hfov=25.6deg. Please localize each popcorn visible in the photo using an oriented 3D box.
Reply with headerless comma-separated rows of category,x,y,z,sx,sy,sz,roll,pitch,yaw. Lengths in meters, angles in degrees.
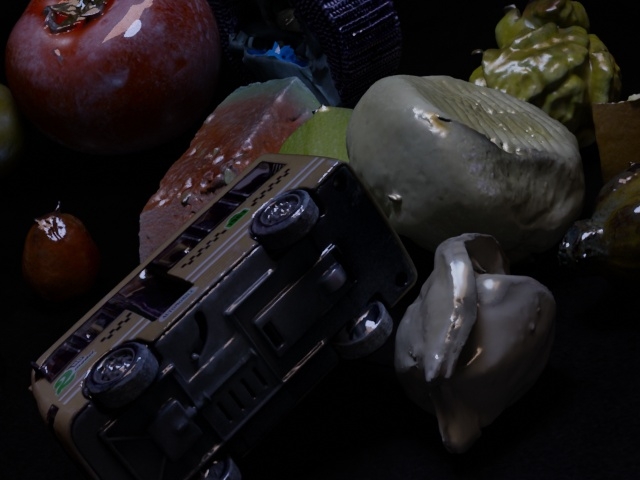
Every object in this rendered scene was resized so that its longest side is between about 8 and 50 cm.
popcorn,0.227,-0.165,1.492,0.168,0.173,0.195,-31,30,14

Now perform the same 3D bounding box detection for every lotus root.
lotus root,0.292,-0.010,1.148,0.209,0.120,0.120,-17,24,-7

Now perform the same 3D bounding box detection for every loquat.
loquat,-0.449,-0.127,1.753,0.152,0.152,0.195,3,37,32

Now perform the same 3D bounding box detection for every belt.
belt,-0.028,-0.274,1.705,0.122,0.260,0.325,-32,31,-24

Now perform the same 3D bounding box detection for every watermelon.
watermelon,-0.084,-0.051,1.452,0.192,0.140,0.256,2,35,47

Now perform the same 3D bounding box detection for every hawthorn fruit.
hawthorn fruit,-0.263,0.011,1.407,0.081,0.093,0.081,-12,23,5

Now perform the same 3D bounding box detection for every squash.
squash,-0.003,0.012,1.277,0.137,0.137,0.287,-6,38,16

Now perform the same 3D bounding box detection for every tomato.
tomato,-0.248,-0.223,1.750,0.270,0.227,0.270,-14,46,15

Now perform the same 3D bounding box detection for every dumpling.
dumpling,0.114,0.066,1.053,0.118,0.136,0.199,2,38,16

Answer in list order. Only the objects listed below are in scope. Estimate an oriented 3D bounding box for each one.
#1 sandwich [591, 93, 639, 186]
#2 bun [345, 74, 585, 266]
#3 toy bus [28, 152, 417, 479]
sandwich,0.338,-0.082,1.218,0.193,0.163,0.058,-2,24,22
bun,0.128,-0.058,1.264,0.229,0.145,0.229,14,19,-5
toy bus,-0.079,0.067,1.046,0.289,0.139,0.157,-45,30,-18
